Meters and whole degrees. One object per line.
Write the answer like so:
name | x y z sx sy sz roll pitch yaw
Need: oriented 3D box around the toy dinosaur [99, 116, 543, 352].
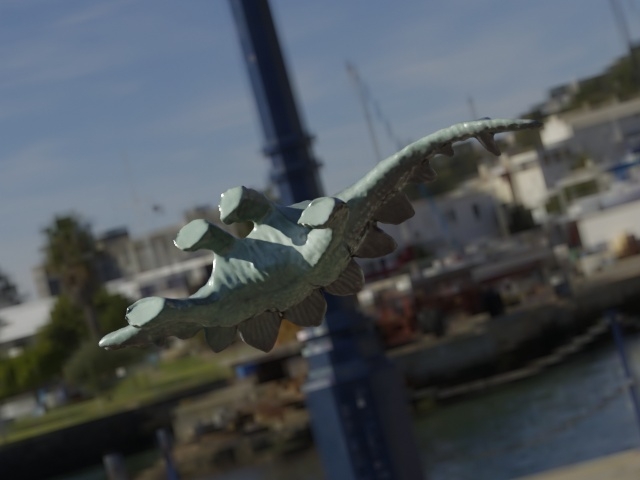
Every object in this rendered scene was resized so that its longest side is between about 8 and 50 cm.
toy dinosaur | 0.000 -0.002 0.773 0.209 0.039 0.082 -30 -31 14
